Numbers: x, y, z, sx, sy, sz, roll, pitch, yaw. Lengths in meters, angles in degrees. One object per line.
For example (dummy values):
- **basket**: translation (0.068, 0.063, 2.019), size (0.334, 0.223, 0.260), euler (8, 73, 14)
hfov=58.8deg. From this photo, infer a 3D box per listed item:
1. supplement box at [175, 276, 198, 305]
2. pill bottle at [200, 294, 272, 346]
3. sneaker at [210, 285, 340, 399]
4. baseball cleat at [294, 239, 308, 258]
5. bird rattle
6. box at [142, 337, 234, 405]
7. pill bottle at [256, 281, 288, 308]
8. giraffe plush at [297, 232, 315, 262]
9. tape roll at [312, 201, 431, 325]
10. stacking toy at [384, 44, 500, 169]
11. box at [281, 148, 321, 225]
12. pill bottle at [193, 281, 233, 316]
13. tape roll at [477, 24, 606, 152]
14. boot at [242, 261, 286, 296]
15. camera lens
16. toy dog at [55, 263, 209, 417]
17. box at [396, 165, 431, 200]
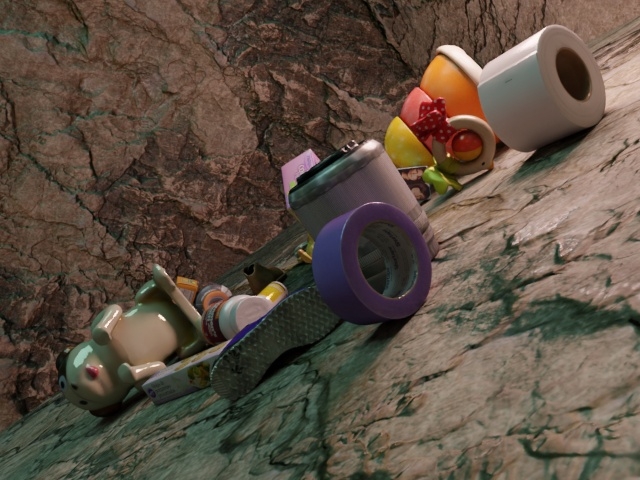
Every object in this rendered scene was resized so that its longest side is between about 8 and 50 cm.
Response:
- **supplement box**: translation (-0.485, 0.245, 1.936), size (0.078, 0.080, 0.233), euler (-138, 68, -72)
- **pill bottle**: translation (-0.203, 0.197, 1.388), size (0.121, 0.121, 0.221), euler (-39, 9, -31)
- **sneaker**: translation (-0.092, 0.179, 1.112), size (0.293, 0.102, 0.146), euler (-35, 7, -8)
- **baseball cleat**: translation (0.000, 0.000, 1.958), size (0.206, 0.072, 0.109), euler (-24, 5, 33)
- **bird rattle**: translation (0.357, -0.259, 1.512), size (0.207, 0.253, 0.143), euler (-6, 18, 18)
- **box**: translation (-0.292, 0.305, 1.302), size (0.324, 0.063, 0.067), euler (-28, 9, 39)
- **pill bottle**: translation (-0.143, 0.165, 1.541), size (0.065, 0.065, 0.116), euler (-28, 9, 37)
- **giraffe plush**: translation (0.014, 0.011, 1.631), size (0.170, 0.182, 0.210), euler (135, 154, -76)
- **tape roll**: translation (0.085, 0.039, 0.918), size (0.189, 0.189, 0.080), euler (-40, 10, -37)
- **stacking toy**: translation (0.313, -0.316, 1.733), size (0.480, 0.350, 0.350), euler (-39, 7, 11)
- **box**: translation (0.001, -0.118, 1.761), size (0.117, 0.243, 0.213), euler (-30, 41, 17)
- **pill bottle**: translation (-0.369, 0.211, 1.958), size (0.130, 0.130, 0.246), euler (-36, 9, -15)
- **tape roll**: translation (0.515, -0.347, 1.320), size (0.246, 0.246, 0.169), euler (-39, 10, -34)
- **boot**: translation (-0.191, 0.112, 1.899), size (0.112, 0.115, 0.305), euler (-36, 6, 3)
- **camera lens**: translation (0.084, -0.050, 1.148), size (0.219, 0.274, 0.219), euler (-34, 7, 5)
- **toy dog**: translation (-0.552, 0.302, 1.623), size (0.408, 0.284, 0.395), euler (-39, 9, -21)
- **box**: translation (0.189, -0.151, 1.627), size (0.245, 0.100, 0.060), euler (-8, 3, -13)
